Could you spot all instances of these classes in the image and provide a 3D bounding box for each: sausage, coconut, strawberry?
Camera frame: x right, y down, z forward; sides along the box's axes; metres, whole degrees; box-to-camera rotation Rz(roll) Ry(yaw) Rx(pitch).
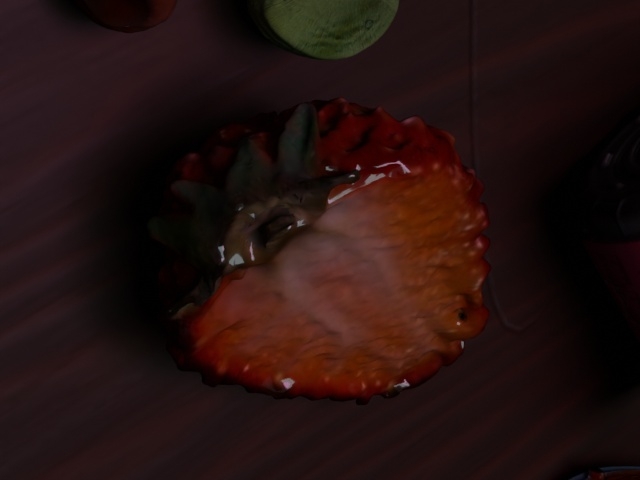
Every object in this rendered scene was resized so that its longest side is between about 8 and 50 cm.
[{"bbox_3d":[-0.108,-0.149,0.872,0.094,0.059,0.054,61,23,-27],"label":"sausage"},{"bbox_3d":[0.001,-0.140,0.925,0.088,0.096,0.088,-1,92,-19],"label":"coconut"},{"bbox_3d":[0.000,0.000,0.952,0.190,0.111,0.236,-35,145,7],"label":"strawberry"}]

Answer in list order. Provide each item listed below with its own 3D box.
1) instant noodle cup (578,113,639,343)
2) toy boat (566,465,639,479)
[{"bbox_3d":[0.278,-0.005,1.065,0.258,0.302,0.181,-30,106,21],"label":"instant noodle cup"},{"bbox_3d":[0.220,0.187,1.164,0.173,0.059,0.069,6,96,-28],"label":"toy boat"}]
